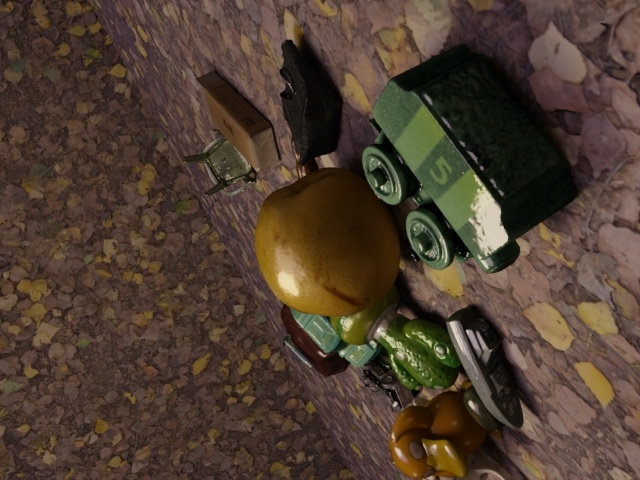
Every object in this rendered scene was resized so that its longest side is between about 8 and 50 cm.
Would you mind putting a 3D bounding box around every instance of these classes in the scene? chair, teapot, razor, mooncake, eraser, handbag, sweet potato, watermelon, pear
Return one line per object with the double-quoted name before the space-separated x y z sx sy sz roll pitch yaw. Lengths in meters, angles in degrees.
"chair" -0.330 -0.245 2.054 0.203 0.190 0.275 60 -168 -2
"teapot" 0.332 0.528 1.513 0.300 0.208 0.166 29 109 26
"razor" -0.075 0.381 2.091 0.135 0.040 0.068 40 155 22
"mooncake" -0.002 0.320 2.127 0.334 0.174 0.326 62 161 -8
"eraser" -0.244 -0.348 1.785 0.343 0.078 0.144 47 159 35
"handbag" -0.036 -0.280 1.305 0.175 0.089 0.270 60 166 20
"sweet potato" -0.037 -0.176 1.533 0.053 0.054 0.182 25 142 47
"watermelon" 0.351 0.351 1.308 0.110 0.078 0.078 53 163 7
"pear" 0.014 0.009 1.287 0.314 0.314 0.314 51 162 23

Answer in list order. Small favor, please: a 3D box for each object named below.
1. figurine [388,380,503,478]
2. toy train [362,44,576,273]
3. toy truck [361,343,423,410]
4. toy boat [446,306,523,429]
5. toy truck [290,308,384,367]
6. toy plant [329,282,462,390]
"figurine" 0.277 0.438 1.403 0.215 0.228 0.215 25 135 27
"toy train" 0.182 -0.098 0.842 0.299 0.167 0.238 54 158 10
"toy truck" 0.182 0.366 1.748 0.253 0.124 0.114 28 146 57
"toy boat" 0.329 0.251 1.195 0.085 0.078 0.260 -19 100 50
"toy truck" 0.051 0.214 1.691 0.279 0.156 0.155 47 139 13
"toy plant" 0.182 0.228 1.440 0.316 0.184 0.224 39 140 23
